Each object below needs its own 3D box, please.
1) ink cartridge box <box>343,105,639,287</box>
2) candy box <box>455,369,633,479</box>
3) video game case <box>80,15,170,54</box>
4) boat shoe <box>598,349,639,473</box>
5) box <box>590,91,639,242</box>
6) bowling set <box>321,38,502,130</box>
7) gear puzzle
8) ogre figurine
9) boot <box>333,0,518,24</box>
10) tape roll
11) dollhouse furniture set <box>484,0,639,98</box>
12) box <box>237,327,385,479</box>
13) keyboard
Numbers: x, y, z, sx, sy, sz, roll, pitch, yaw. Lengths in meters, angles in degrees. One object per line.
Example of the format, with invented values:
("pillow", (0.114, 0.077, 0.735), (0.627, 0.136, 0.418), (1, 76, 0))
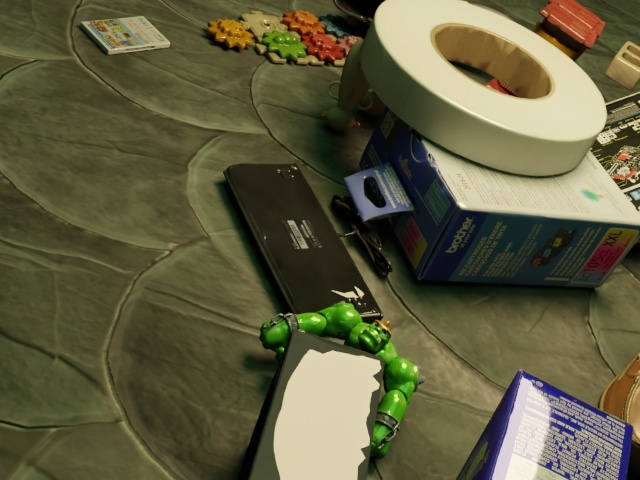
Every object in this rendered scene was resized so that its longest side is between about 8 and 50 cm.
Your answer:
("ink cartridge box", (0.237, -0.074, 1.383), (0.395, 0.151, 0.270), (5, 40, -26))
("candy box", (0.135, 0.311, 0.759), (0.122, 0.268, 0.317), (25, 37, 9))
("video game case", (-0.323, -0.341, 1.538), (0.122, 0.011, 0.087), (-18, 54, -42))
("boat shoe", (0.461, 0.177, 1.219), (0.122, 0.120, 0.324), (33, 38, 13))
("box", (0.546, -0.131, 1.573), (0.322, 0.079, 0.257), (-21, 51, -9))
("bowling set", (0.155, -0.238, 1.582), (0.287, 0.154, 0.200), (21, 19, -4))
("gear puzzle", (-0.055, -0.386, 1.707), (0.339, 0.044, 0.175), (-4, 45, -31))
("ogre figurine", (0.032, 0.143, 1.066), (0.197, 0.097, 0.118), (31, 53, 35))
("boot", (0.201, -0.417, 1.780), (0.338, 0.118, 0.223), (18, 19, 17))
("tape roll", (0.250, -0.248, 1.423), (0.392, 0.072, 0.392), (15, 39, -12))
("dollhouse furniture set", (0.534, -0.280, 1.770), (0.374, 0.201, 0.152), (36, 38, 7))
("box", (-0.029, 0.238, 0.834), (0.103, 0.184, 0.261), (21, 36, -3))
("keyboard", (0.000, 0.000, 1.272), (0.201, 0.033, 0.317), (-2, 44, -28))
